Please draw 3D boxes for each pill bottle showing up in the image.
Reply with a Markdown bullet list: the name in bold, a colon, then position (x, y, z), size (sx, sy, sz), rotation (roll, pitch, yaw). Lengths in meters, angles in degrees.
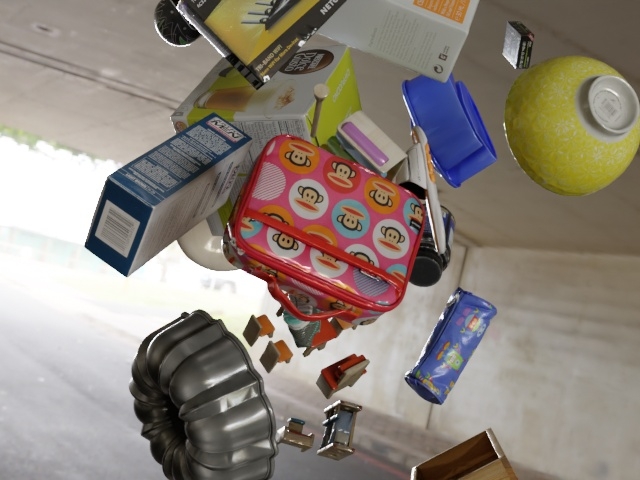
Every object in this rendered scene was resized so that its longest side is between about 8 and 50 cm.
- **pill bottle**: position (0.262, 0.012, 2.114), size (0.123, 0.122, 0.219), rotation (13, 37, 6)

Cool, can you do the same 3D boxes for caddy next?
- **caddy**: position (0.328, -0.305, 2.316), size (0.179, 0.341, 0.241), rotation (-29, -30, 22)

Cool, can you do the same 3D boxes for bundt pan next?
- **bundt pan**: position (-0.216, 0.288, 1.455), size (0.124, 0.330, 0.331), rotation (-19, 16, -36)

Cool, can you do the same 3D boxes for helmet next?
- **helmet**: position (-0.414, -0.656, 2.550), size (0.169, 0.162, 0.169), rotation (38, -32, 29)

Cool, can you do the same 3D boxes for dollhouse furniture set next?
- **dollhouse furniture set**: position (-0.004, 0.486, 2.269), size (0.184, 0.129, 0.129), rotation (18, -28, -14)
- **dollhouse furniture set**: position (-0.002, 0.217, 1.972), size (0.262, 0.259, 0.135), rotation (-22, -25, -32)

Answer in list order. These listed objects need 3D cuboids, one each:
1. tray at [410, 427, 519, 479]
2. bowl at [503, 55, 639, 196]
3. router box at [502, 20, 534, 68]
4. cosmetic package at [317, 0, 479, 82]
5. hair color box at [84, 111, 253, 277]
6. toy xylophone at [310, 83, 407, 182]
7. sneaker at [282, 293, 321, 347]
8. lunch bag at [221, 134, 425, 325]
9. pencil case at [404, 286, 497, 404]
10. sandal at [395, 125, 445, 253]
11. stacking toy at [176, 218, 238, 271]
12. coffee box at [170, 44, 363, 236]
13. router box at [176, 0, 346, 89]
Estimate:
- **tray**: position (0.288, 0.484, 1.753), size (0.203, 0.076, 0.411), rotation (-28, -7, 4)
- **bowl**: position (0.520, -0.239, 1.667), size (0.290, 0.289, 0.156), rotation (15, -14, -17)
- **router box**: position (0.520, -0.515, 2.265), size (0.038, 0.092, 0.122), rotation (-1, 32, -7)
- **cosmetic package**: position (0.139, -0.578, 2.066), size (0.453, 0.230, 0.161), rotation (21, -42, 1)
- **hair color box**: position (-0.273, -0.093, 1.593), size (0.105, 0.174, 0.347), rotation (35, 35, 7)
- **toy xylophone**: position (0.047, -0.144, 1.581), size (0.236, 0.081, 0.322), rotation (42, -21, 15)
- **sneaker**: position (-0.025, 0.132, 1.515), size (0.065, 0.076, 0.166), rotation (-6, 22, 17)
- **lunch bag**: position (0.000, 0.000, 1.328), size (0.293, 0.258, 0.120), rotation (25, -27, -11)
- **pencil case**: position (0.329, 0.264, 2.192), size (0.133, 0.306, 0.119), rotation (41, -16, -26)
- **sandal**: position (0.183, -0.098, 1.648), size (0.076, 0.265, 0.102), rotation (-10, -21, 4)
- **stacking toy**: position (-0.350, -0.137, 2.629), size (0.351, 0.350, 0.480), rotation (17, 10, -34)
- **coffee box**: position (-0.095, -0.234, 2.043), size (0.335, 0.337, 0.338), rotation (1, -52, 21)
- **router box**: position (-0.109, -0.513, 1.817), size (0.243, 0.309, 0.081), rotation (44, -11, -12)
